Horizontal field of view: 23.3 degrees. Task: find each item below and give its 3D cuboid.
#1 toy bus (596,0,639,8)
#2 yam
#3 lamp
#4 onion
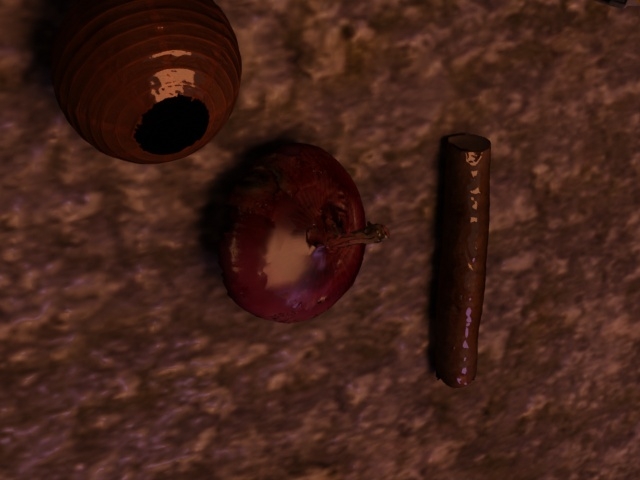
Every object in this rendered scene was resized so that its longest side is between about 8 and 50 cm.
[{"bbox_3d":[0.290,-0.306,1.393,0.075,0.064,0.190,-13,122,-50],"label":"toy bus"},{"bbox_3d":[0.132,0.026,1.451,0.046,0.046,0.264,-19,123,-33],"label":"yam"},{"bbox_3d":[-0.122,-0.121,1.088,0.136,0.136,0.136,-20,125,-32],"label":"lamp"},{"bbox_3d":[0.000,0.000,1.254,0.150,0.140,0.150,-18,113,-48],"label":"onion"}]
